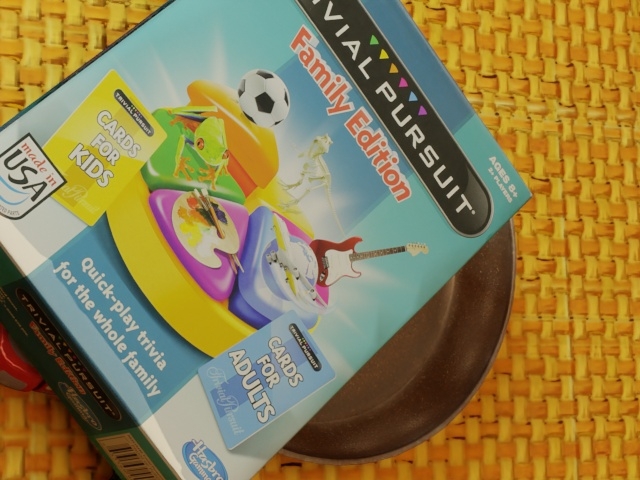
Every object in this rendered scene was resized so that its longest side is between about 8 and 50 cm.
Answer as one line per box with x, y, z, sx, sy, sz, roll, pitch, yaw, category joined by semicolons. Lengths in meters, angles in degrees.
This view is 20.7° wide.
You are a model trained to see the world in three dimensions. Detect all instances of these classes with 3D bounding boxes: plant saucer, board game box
0.000;0.000;1.214;0.310;0.050;0.311;6;79;-33;plant saucer
-0.049;-0.028;1.107;0.336;0.079;0.254;-43;104;-31;board game box

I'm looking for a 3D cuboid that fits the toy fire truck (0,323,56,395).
-0.202;-0.007;1.086;0.135;0.047;0.192;14;76;-30;toy fire truck

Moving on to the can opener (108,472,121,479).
-0.077;0.214;1.123;0.073;0.059;0.186;-40;103;-31;can opener
